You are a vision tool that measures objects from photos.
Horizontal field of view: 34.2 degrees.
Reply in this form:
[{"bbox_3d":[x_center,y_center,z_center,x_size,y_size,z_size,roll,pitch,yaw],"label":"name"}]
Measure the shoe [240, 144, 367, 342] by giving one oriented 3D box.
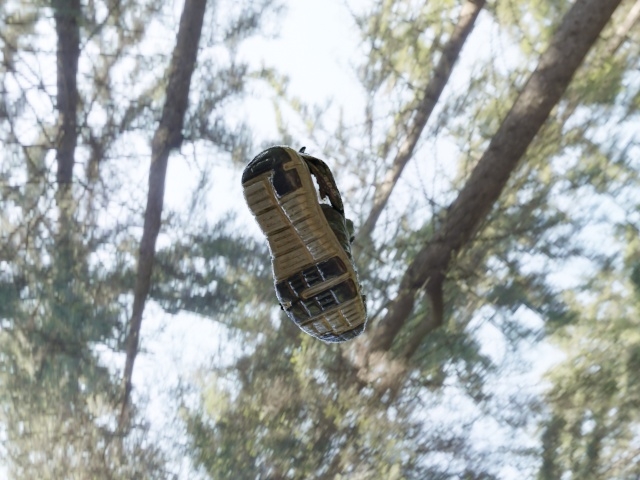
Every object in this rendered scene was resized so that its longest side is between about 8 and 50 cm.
[{"bbox_3d":[0.000,0.000,1.042,0.106,0.091,0.207,-9,-103,-55],"label":"shoe"}]
